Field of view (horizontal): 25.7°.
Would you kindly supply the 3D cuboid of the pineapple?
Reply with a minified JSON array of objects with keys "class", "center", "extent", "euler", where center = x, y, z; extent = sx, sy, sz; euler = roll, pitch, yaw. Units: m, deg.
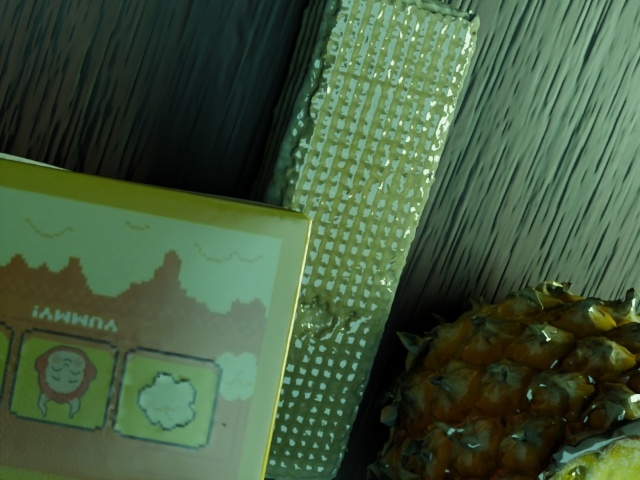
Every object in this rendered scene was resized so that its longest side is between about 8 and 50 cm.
[{"class":"pineapple","center":[0.199,0.203,1.170],"extent":[0.352,0.300,0.353],"euler":[-7,111,-18]}]

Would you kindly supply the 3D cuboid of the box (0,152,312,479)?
[{"class":"box","center":[-0.153,0.060,0.947],"extent":[0.259,0.283,0.214],"euler":[9,90,-3]}]

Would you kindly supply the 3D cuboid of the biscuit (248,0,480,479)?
[{"class":"biscuit","center":[0.000,0.000,1.149],"extent":[0.144,0.078,0.426],"euler":[11,105,-21]}]
